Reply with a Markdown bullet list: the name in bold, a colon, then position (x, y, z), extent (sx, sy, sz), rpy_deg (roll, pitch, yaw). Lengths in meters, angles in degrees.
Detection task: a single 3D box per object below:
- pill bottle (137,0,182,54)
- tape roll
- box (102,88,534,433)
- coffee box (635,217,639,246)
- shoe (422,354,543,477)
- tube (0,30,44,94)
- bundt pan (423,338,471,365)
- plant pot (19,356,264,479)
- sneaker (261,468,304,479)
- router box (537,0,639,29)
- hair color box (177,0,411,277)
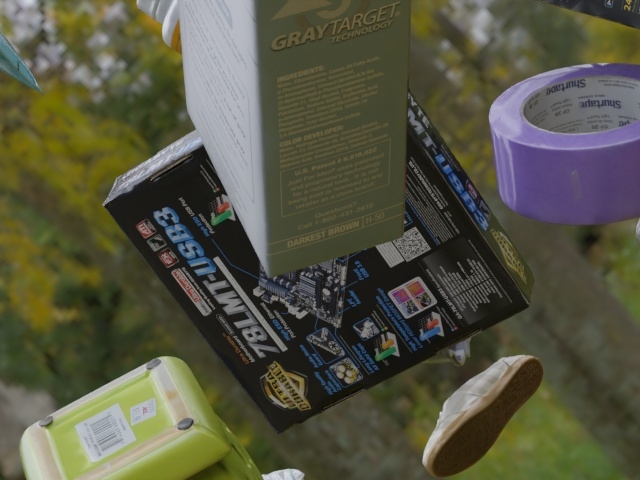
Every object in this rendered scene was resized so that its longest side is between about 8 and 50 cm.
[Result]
- **pill bottle**: position (-0.089, -0.231, 2.137), extent (0.117, 0.215, 0.117), rpy_deg (-56, -6, -9)
- **tape roll**: position (0.254, -0.092, 1.834), extent (0.189, 0.189, 0.080), rpy_deg (-41, -50, -46)
- **box**: position (0.000, 0.000, 1.834), extent (0.293, 0.295, 0.073), rpy_deg (-29, 17, 23)
- **coffee box**: position (0.412, 0.012, 1.539), extent (0.119, 0.297, 0.168), rpy_deg (-68, -20, -10)
- **shoe**: position (0.198, 0.222, 2.512), extent (0.219, 0.058, 0.076), rpy_deg (-41, -51, -28)
- **tube**: position (-0.317, -0.199, 1.728), extent (0.052, 0.207, 0.080), rpy_deg (-50, -35, -1)
- **bundt pan**: position (0.093, 0.012, 2.528), extent (0.124, 0.331, 0.331), rpy_deg (-14, 4, 14)
- **plant pot**: position (-0.171, 0.262, 1.967), extent (0.227, 0.207, 0.228), rpy_deg (-27, 29, -5)
- **sneaker**: position (-0.020, 0.319, 2.208), extent (0.061, 0.152, 0.053), rpy_deg (-17, -31, -16)
- **router box**: position (0.317, -0.247, 1.869), extent (0.309, 0.243, 0.081), rpy_deg (1, -74, -45)
- **hair color box**: position (-0.023, -0.172, 1.322), extent (0.114, 0.185, 0.374), rpy_deg (-17, -39, -13)
